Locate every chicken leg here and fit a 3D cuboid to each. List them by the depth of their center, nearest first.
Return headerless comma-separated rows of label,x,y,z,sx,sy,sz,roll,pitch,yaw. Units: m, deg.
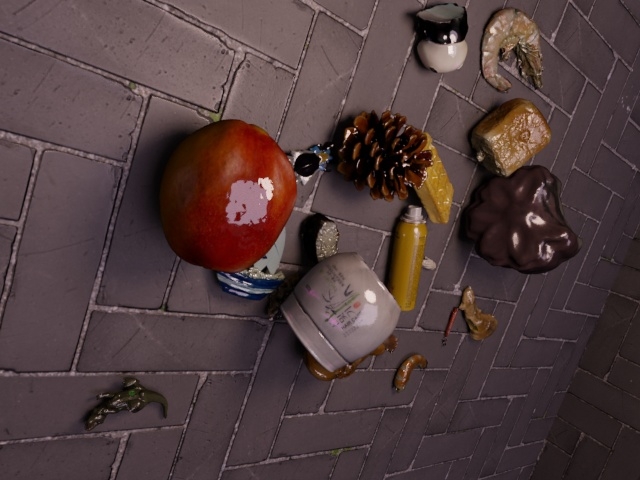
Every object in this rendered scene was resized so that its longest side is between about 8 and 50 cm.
chicken leg,0.121,0.291,1.531,0.409,0.182,0.295,9,86,-43

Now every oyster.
oyster,-0.095,0.164,1.373,0.103,0.051,0.148,13,89,-47

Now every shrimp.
shrimp,0.657,-0.615,1.619,0.360,0.085,0.247,34,95,-37
shrimp,0.354,0.517,1.865,0.166,0.049,0.161,15,97,-48

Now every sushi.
sushi,0.000,0.000,1.358,0.090,0.078,0.150,-23,127,-28

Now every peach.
peach,-0.199,-0.085,1.024,0.308,0.308,0.332,33,56,-41

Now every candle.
candle,0.522,0.348,1.934,0.026,0.021,0.167,14,101,-13

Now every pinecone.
pinecone,0.183,-0.219,1.303,0.264,0.264,0.264,-15,116,-32

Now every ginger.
ginger,0.653,0.308,1.981,0.131,0.086,0.294,-30,122,2

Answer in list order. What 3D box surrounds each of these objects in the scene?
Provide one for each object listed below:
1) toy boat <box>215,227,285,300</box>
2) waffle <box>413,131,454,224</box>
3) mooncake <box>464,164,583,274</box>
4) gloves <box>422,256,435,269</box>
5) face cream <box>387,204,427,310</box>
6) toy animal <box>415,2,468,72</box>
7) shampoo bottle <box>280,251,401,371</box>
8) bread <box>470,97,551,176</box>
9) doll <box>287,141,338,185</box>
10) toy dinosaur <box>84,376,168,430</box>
toy boat,-0.179,0.023,1.246,0.210,0.070,0.291,-12,111,-39
waffle,0.349,-0.191,1.517,0.274,0.057,0.168,52,45,-39
mooncake,0.700,-0.066,1.680,0.350,0.381,0.212,-33,156,27
gloves,0.392,0.082,1.723,0.081,0.037,0.044,7,68,-33
face cream,0.288,0.055,1.583,0.105,0.105,0.348,-8,113,-35
toy animal,0.340,-0.570,1.363,0.166,0.138,0.179,-16,127,-9
shampoo bottle,0.053,0.188,1.281,0.266,0.273,0.273,-39,128,-3
bread,0.626,-0.348,1.634,0.246,0.176,0.195,-39,110,-2
doll,-0.033,-0.203,1.261,0.195,0.070,0.096,-30,108,-33
toy dinosaur,-0.486,0.412,1.198,0.187,0.087,0.179,-12,153,-17
